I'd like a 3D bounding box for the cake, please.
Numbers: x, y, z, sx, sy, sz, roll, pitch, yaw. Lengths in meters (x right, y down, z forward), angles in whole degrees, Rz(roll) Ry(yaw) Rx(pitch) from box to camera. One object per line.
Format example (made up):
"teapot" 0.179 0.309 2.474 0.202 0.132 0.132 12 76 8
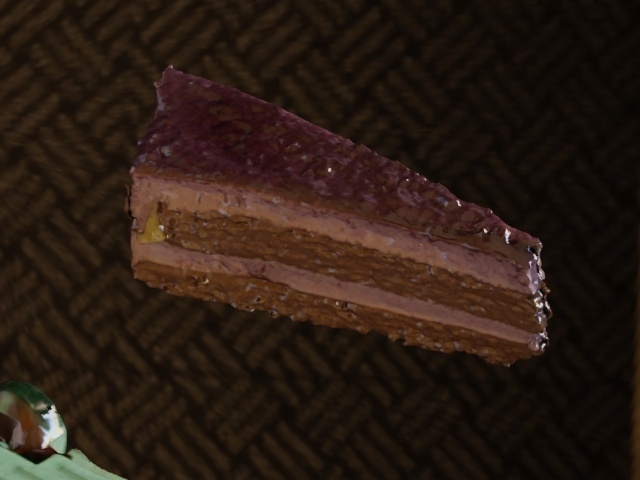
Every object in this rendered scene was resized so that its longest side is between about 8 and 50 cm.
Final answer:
"cake" 0.000 0.000 1.185 0.295 0.116 0.113 21 54 20

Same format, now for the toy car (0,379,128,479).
"toy car" -0.043 0.057 0.313 0.122 0.059 0.035 20 117 28
